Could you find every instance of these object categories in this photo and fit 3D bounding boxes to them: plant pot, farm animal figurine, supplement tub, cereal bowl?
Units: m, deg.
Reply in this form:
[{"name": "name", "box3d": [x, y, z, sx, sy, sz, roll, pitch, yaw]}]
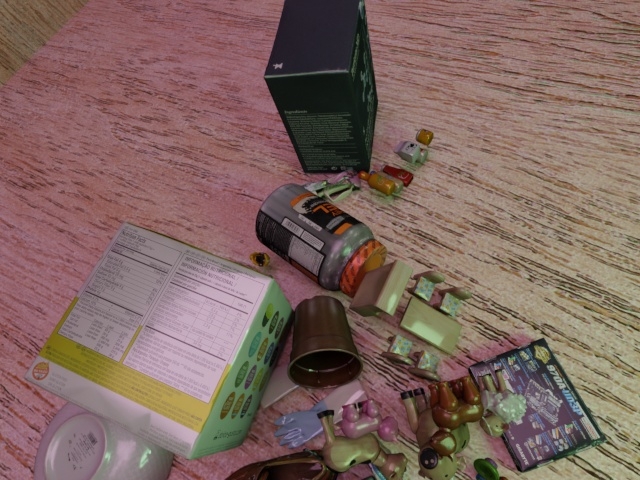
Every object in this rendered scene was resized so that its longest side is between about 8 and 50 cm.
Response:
[{"name": "plant pot", "box3d": [0.003, 0.228, 0.959, 0.167, 0.167, 0.165, -15, 43, 6]}, {"name": "farm animal figurine", "box3d": [0.189, 0.371, 0.779, 0.330, 0.327, 0.172, -31, 62, 36]}, {"name": "supplement tub", "box3d": [0.000, 0.000, 1.067, 0.316, 0.193, 0.193, 34, 76, 25]}, {"name": "cereal bowl", "box3d": [-0.531, 0.502, 0.979, 0.339, 0.141, 0.338, -6, 62, 12]}]

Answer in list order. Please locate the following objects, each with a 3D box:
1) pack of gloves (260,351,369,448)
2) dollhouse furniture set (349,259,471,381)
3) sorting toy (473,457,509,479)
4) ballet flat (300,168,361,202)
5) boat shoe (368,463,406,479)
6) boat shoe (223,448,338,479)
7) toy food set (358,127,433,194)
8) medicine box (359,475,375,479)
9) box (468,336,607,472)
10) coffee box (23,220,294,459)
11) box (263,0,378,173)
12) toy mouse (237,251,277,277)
[{"name": "pack of gloves", "box3d": [-0.022, 0.366, 0.985, 0.232, 0.046, 0.195, -27, 49, -4]}, {"name": "dollhouse furniture set", "box3d": [0.209, 0.159, 0.899, 0.242, 0.161, 0.212, 31, 71, -7]}, {"name": "sorting toy", "box3d": [0.344, 0.465, 0.822, 0.042, 0.061, 0.102, -31, 95, -34]}, {"name": "ballet flat", "box3d": [0.013, -0.140, 1.205, 0.222, 0.077, 0.079, -20, 65, -1]}, {"name": "boat shoe", "box3d": [0.147, 0.484, 0.863, 0.066, 0.066, 0.183, -31, 70, -8]}, {"name": "boat shoe", "box3d": [-0.117, 0.520, 0.883, 0.307, 0.104, 0.110, -25, 61, 1]}, {"name": "toy food set", "box3d": [0.215, -0.223, 1.171, 0.105, 0.111, 0.232, 31, 77, 25]}, {"name": "medicine box", "box3d": [-0.009, 0.553, 0.733, 0.264, 0.289, 0.149, -24, 61, 1]}, {"name": "box", "box3d": [0.441, 0.338, 0.864, 0.175, 0.051, 0.220, -23, 60, 2]}, {"name": "coffee box", "box3d": [-0.285, 0.212, 0.882, 0.338, 0.337, 0.334, 19, 70, 11]}, {"name": "box", "box3d": [0.027, -0.416, 1.155, 0.212, 0.395, 0.293, 2, 65, 16]}, {"name": "toy mouse", "box3d": [-0.170, 0.100, 1.136, 0.161, 0.031, 0.143, 6, 98, 35]}]
